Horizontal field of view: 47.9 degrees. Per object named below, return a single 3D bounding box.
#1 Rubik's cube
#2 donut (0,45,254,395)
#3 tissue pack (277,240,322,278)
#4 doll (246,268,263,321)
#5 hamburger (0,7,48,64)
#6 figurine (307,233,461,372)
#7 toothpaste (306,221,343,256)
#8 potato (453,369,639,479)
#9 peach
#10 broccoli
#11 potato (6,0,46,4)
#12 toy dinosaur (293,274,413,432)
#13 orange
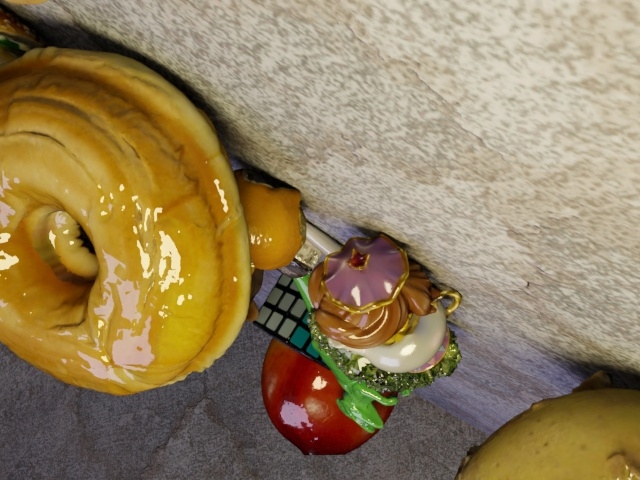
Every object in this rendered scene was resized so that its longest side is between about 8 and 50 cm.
[{"bbox_3d":[-0.028,0.177,1.658,0.162,0.160,0.163,38,168,-36],"label":"Rubik's cube"},{"bbox_3d":[-0.281,-0.013,0.886,0.449,0.449,0.198,30,-150,10],"label":"donut"},{"bbox_3d":[-0.114,-0.024,1.214,0.235,0.073,0.173,32,170,-7],"label":"tissue pack"},{"bbox_3d":[-0.266,0.056,1.665,0.318,0.209,0.340,35,167,-37],"label":"doll"},{"bbox_3d":[-0.461,-0.246,0.977,0.237,0.147,0.237,38,172,6],"label":"hamburger"},{"bbox_3d":[0.084,0.091,0.979,0.263,0.189,0.142,43,-161,-48],"label":"figurine"},{"bbox_3d":[0.000,0.000,1.127,0.190,0.031,0.048,37,172,-12],"label":"toothpaste"},{"bbox_3d":[0.420,0.335,0.844,0.442,0.319,0.385,27,-148,-22],"label":"potato"},{"bbox_3d":[0.018,0.383,1.895,0.388,0.388,0.388,30,169,6],"label":"peach"},{"bbox_3d":[0.106,0.159,1.185,0.226,0.198,0.176,-9,110,31],"label":"broccoli"},{"bbox_3d":[-0.259,-0.245,0.639,0.083,0.068,0.062,-2,107,47],"label":"potato"},{"bbox_3d":[0.000,0.184,1.521,0.500,0.144,0.374,43,148,5],"label":"toy dinosaur"},{"bbox_3d":[-0.089,-0.031,0.994,0.157,0.134,0.156,10,-153,-5],"label":"orange"}]
